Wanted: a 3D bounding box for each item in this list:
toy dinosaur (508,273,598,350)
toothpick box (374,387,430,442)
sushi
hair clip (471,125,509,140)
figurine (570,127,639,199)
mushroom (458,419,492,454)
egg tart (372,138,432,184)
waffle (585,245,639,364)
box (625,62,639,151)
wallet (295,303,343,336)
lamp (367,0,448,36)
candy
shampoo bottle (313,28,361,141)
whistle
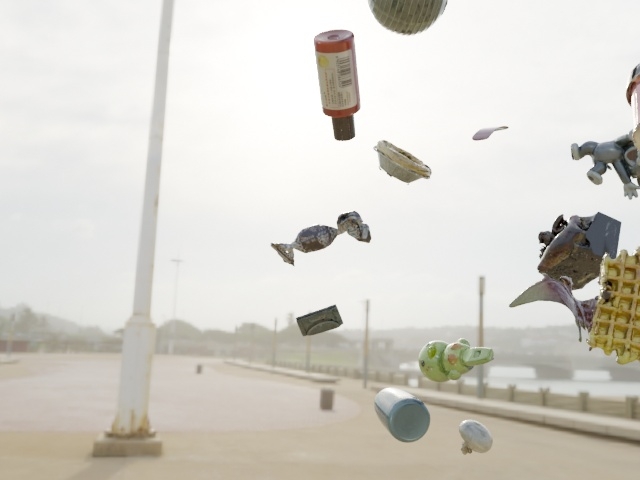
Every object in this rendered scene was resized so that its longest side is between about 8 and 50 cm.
[{"bbox_3d":[0.617,0.187,1.780,0.327,0.206,0.113,-2,-30,-48],"label":"toy dinosaur"},{"bbox_3d":[0.216,0.471,1.929,0.120,0.120,0.184,4,2,-14],"label":"toothpick box"},{"bbox_3d":[0.832,0.028,2.333,0.212,0.215,0.227,20,-18,-15],"label":"sushi"},{"bbox_3d":[0.457,-0.292,1.888,0.054,0.022,0.137,2,20,43],"label":"hair clip"},{"bbox_3d":[0.790,-0.202,1.818,0.265,0.193,0.140,1,5,34],"label":"figurine"},{"bbox_3d":[0.350,0.459,1.618,0.085,0.079,0.085,26,22,-11],"label":"mushroom"},{"bbox_3d":[0.282,-0.267,2.477,0.234,0.094,0.234,26,17,-9],"label":"egg tart"},{"bbox_3d":[0.747,0.152,1.664,0.309,0.283,0.065,-27,-29,-7],"label":"waffle"},{"bbox_3d":[0.603,-0.225,1.201,0.151,0.135,0.151,13,-28,7],"label":"box"},{"bbox_3d":[-0.001,0.242,2.081,0.129,0.026,0.088,-19,-50,2],"label":"wallet"},{"bbox_3d":[0.231,-0.680,1.919,0.233,0.233,0.265,3,14,-8],"label":"lamp"},{"bbox_3d":[0.000,0.000,1.543,0.226,0.094,0.051,-15,17,16],"label":"candy"},{"bbox_3d":[0.048,-0.385,1.783,0.104,0.278,0.104,-6,33,4],"label":"shampoo bottle"},{"bbox_3d":[0.399,0.358,2.157,0.141,0.141,0.294,6,-23,-21],"label":"whistle"}]
